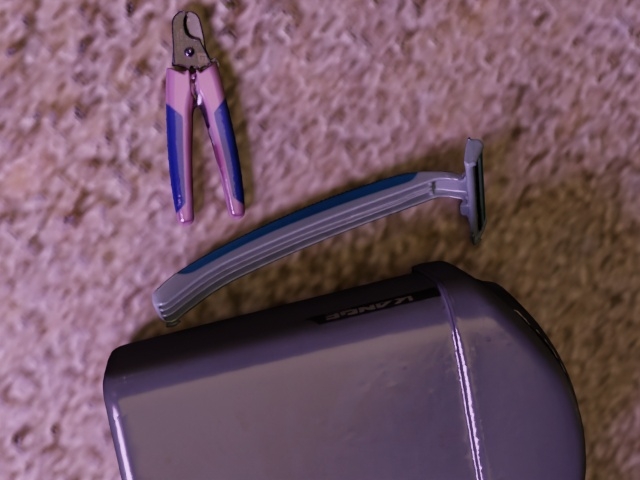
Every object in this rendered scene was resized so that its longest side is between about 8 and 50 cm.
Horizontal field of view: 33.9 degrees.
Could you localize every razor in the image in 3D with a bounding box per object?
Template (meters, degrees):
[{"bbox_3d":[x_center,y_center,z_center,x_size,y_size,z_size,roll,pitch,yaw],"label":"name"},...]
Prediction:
[{"bbox_3d":[-0.001,-0.003,0.570,0.191,0.037,0.068,-20,139,-4],"label":"razor"}]

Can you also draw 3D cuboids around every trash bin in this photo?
[{"bbox_3d":[0.017,0.112,0.555,0.236,0.101,0.177,-11,100,-6],"label":"trash bin"}]

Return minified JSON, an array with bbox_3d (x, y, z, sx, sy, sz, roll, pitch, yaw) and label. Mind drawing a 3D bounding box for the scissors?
[{"bbox_3d":[-0.065,-0.065,0.562,0.039,0.012,0.113,-7,97,-10],"label":"scissors"}]
